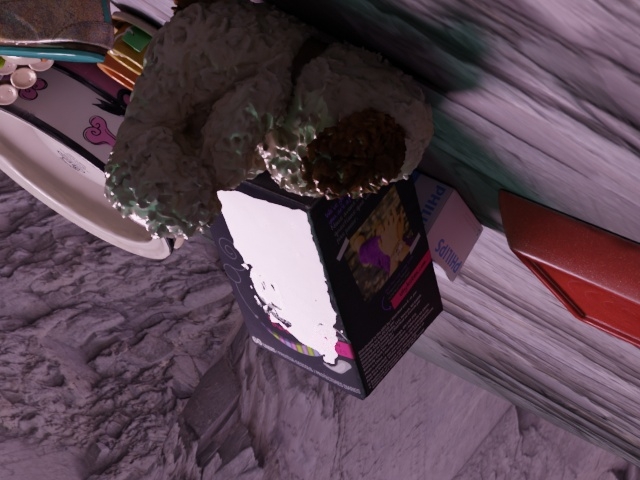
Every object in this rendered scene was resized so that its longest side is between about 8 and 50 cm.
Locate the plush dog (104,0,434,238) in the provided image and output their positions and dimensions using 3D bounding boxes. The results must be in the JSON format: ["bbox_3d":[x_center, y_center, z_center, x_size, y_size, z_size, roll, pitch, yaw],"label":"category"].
[{"bbox_3d":[-0.021,-0.109,0.970,0.225,0.210,0.262,16,-160,7],"label":"plush dog"}]

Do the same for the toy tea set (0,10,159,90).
[{"bbox_3d":[-0.252,-0.194,1.424,0.336,0.124,0.200,28,173,21],"label":"toy tea set"}]

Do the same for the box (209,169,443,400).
[{"bbox_3d":[0.000,0.000,1.226,0.165,0.143,0.270,22,144,36],"label":"box"}]

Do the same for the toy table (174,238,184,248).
[{"bbox_3d":[-0.317,-0.113,2.229,0.252,0.161,0.274,33,174,-17],"label":"toy table"}]

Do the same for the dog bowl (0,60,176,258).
[{"bbox_3d":[-0.367,-0.148,1.948,0.408,0.150,0.408,29,162,10],"label":"dog bowl"}]

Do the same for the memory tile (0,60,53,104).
[{"bbox_3d":[-0.423,-0.257,1.695,0.113,0.148,0.012,36,-161,-45],"label":"memory tile"}]

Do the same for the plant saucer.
[{"bbox_3d":[0.308,0.062,1.189,0.259,0.048,0.258,27,173,38],"label":"plant saucer"}]

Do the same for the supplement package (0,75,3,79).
[{"bbox_3d":[-0.549,-0.287,1.723,0.149,0.203,0.194,24,172,42],"label":"supplement package"}]

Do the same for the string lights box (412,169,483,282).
[{"bbox_3d":[0.040,-0.055,1.379,0.260,0.077,0.133,27,173,27],"label":"string lights box"}]

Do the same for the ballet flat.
[{"bbox_3d":[-0.358,-0.242,1.313,0.316,0.106,0.107,2,-178,17],"label":"ballet flat"}]
